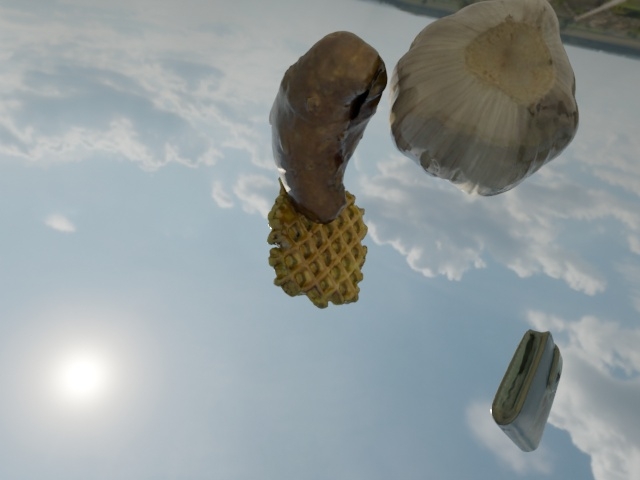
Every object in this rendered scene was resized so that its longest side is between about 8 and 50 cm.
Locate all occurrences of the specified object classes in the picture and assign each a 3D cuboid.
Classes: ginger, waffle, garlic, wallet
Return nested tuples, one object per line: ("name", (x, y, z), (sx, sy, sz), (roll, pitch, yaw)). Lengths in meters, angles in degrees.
("ginger", (0.003, -0.184, 0.884), (0.165, 0.322, 0.172), (-23, -127, -34))
("waffle", (0.001, 0.000, 1.023), (0.245, 0.255, 0.052), (21, 157, -38))
("garlic", (0.260, -0.224, 0.878), (0.317, 0.318, 0.259), (5, 165, -13))
("wallet", (0.509, 0.362, 1.308), (0.083, 0.252, 0.360), (19, 163, 36))
